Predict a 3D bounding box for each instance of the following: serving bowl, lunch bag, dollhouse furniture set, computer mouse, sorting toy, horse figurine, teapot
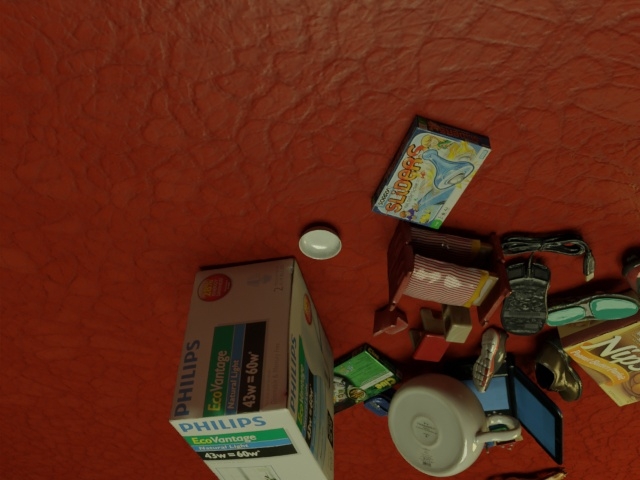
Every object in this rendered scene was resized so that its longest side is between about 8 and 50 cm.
[{"bbox_3d":[0.000,0.000,1.229,0.083,0.027,0.083,2,136,2],"label":"serving bowl"},{"bbox_3d":[0.158,0.419,1.633,0.067,0.065,0.098,-31,126,31],"label":"lunch bag"},{"bbox_3d":[0.213,0.141,1.274,0.201,0.152,0.374,9,136,-6],"label":"dollhouse furniture set"},{"bbox_3d":[0.456,0.083,1.271,0.184,0.060,0.262,-4,124,14],"label":"computer mouse"},{"bbox_3d":[0.502,0.560,1.774,0.274,0.046,0.132,-21,131,23],"label":"sorting toy"},{"bbox_3d":[0.646,0.794,1.998,0.263,0.066,0.174,-5,142,5],"label":"horse figurine"},{"bbox_3d":[0.304,0.426,1.501,0.187,0.256,0.252,-10,144,-47],"label":"teapot"}]

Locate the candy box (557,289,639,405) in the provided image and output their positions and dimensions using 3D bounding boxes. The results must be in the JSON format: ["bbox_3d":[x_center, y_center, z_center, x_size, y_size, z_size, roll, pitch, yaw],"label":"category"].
[{"bbox_3d":[0.690,0.251,1.407,0.183,0.087,0.316,-29,127,29],"label":"candy box"}]

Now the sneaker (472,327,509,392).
[{"bbox_3d":[0.401,0.280,1.441,0.065,0.061,0.158,7,105,-20],"label":"sneaker"}]

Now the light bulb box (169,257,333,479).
[{"bbox_3d":[-0.117,0.291,1.305,0.225,0.358,0.361,-9,136,10],"label":"light bulb box"}]

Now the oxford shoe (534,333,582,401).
[{"bbox_3d":[0.549,0.320,1.472,0.096,0.083,0.227,-44,124,-12],"label":"oxford shoe"}]

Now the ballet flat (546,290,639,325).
[{"bbox_3d":[0.561,0.133,1.308,0.188,0.070,0.070,-10,135,24],"label":"ballet flat"}]

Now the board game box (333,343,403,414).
[{"bbox_3d":[0.070,0.359,1.583,0.136,0.030,0.259,43,126,-16],"label":"board game box"}]

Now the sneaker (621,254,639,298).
[{"bbox_3d":[0.701,0.126,1.244,0.276,0.135,0.097,36,130,-28],"label":"sneaker"}]

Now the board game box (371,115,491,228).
[{"bbox_3d":[0.188,-0.113,1.094,0.136,0.035,0.201,14,135,-11],"label":"board game box"}]

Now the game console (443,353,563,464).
[{"bbox_3d":[0.453,0.432,1.551,0.250,0.173,0.293,-9,134,13],"label":"game console"}]
